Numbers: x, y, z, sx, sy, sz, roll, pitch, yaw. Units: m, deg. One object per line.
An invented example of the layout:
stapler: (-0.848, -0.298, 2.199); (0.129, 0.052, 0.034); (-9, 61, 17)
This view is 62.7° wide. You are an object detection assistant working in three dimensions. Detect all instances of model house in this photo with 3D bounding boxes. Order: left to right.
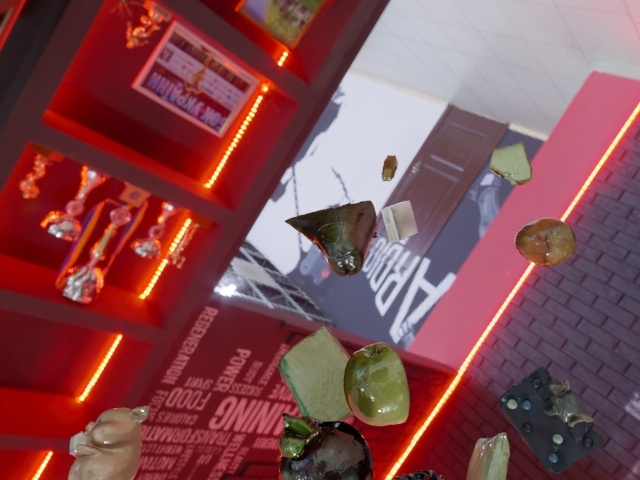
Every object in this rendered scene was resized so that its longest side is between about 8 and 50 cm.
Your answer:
model house: (0.032, 0.606, 2.310); (0.382, 0.335, 0.342); (55, 176, 15)

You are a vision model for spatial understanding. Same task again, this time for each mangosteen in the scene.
mangosteen: (0.007, 0.686, 1.666); (0.306, 0.306, 0.359); (-27, -80, -82)

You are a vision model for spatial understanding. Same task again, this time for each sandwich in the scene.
sandwich: (0.458, -0.179, 1.266); (0.036, 0.093, 0.104); (39, -146, -75)

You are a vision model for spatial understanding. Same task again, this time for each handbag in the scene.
handbag: (0.849, 0.646, 1.930); (0.325, 0.269, 0.118); (53, -166, 26)

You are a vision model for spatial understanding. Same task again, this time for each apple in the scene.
apple: (0.196, 0.517, 1.894); (0.295, 0.233, 0.257); (-60, -46, -82)

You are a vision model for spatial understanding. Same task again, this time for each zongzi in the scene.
zongzi: (0.000, 0.000, 2.175); (0.432, 0.207, 0.403); (-2, -148, 18)

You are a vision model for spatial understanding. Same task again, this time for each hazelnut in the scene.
hazelnut: (0.809, 0.001, 1.893); (0.214, 0.176, 0.214); (8, -162, -3)

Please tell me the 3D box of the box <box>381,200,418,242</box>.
box: (0.299, -0.072, 1.972); (0.051, 0.130, 0.129); (-10, -172, 44)

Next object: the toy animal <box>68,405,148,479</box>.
toy animal: (-0.667, 0.651, 1.632); (0.213, 0.256, 0.195); (16, 150, -32)

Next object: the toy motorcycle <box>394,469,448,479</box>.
toy motorcycle: (0.355, 0.819, 1.769); (0.213, 0.082, 0.122); (-15, 138, 43)

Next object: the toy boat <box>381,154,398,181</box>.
toy boat: (0.301, -0.307, 2.265); (0.064, 0.072, 0.206); (4, -149, 15)

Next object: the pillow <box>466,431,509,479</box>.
pillow: (0.494, 0.726, 1.577); (0.076, 0.274, 0.280); (17, 157, 9)
